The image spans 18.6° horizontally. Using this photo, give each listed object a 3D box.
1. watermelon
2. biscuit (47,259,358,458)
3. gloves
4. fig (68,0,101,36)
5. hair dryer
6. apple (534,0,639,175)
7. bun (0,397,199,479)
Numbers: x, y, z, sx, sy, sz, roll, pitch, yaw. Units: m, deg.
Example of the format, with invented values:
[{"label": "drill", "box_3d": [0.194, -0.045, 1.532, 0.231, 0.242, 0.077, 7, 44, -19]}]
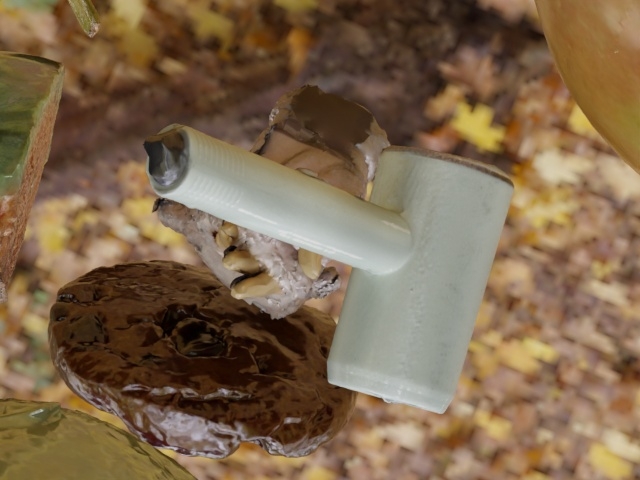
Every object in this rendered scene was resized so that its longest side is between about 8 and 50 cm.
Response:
[{"label": "watermelon", "box_3d": [-0.214, -0.050, 0.992, 0.146, 0.128, 0.231, 14, 169, -5]}, {"label": "biscuit", "box_3d": [-0.068, 0.066, 1.164, 0.192, 0.049, 0.192, 15, -153, -8]}, {"label": "gloves", "box_3d": [-0.018, -0.021, 1.160, 0.110, 0.144, 0.094, 45, 160, 17]}, {"label": "fig", "box_3d": [-0.166, -0.291, 1.550, 0.175, 0.207, 0.175, 44, -158, -23]}, {"label": "hair dryer", "box_3d": [0.000, 0.000, 0.953, 0.073, 0.131, 0.236, 11, 172, 41]}, {"label": "apple", "box_3d": [0.185, -0.107, 0.610, 0.253, 0.253, 0.253, 22, 167, 6]}, {"label": "bun", "box_3d": [-0.056, 0.197, 0.536, 0.187, 0.293, 0.293, 4, 160, 23]}]
